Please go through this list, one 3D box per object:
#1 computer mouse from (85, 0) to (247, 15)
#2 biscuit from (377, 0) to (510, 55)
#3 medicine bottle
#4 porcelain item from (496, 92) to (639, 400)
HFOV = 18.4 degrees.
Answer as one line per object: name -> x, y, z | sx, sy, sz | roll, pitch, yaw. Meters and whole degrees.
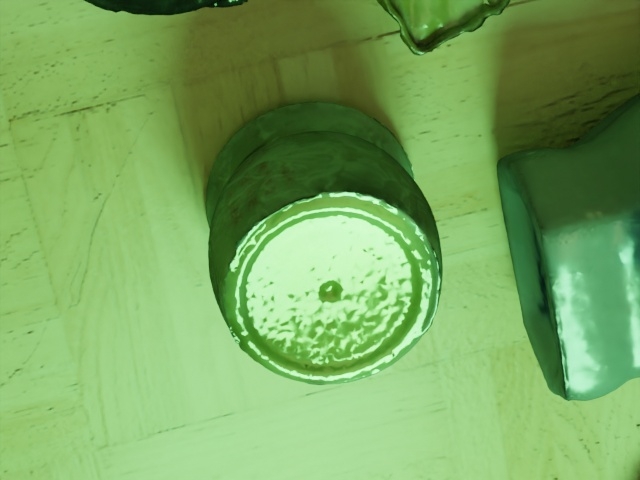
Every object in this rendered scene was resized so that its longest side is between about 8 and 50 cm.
computer mouse -> -0.139, -0.246, 1.157 | 0.295, 0.087, 0.168 | 27, 121, -16
biscuit -> 0.145, -0.248, 1.244 | 0.273, 0.036, 0.187 | -22, 116, -1
medicine bottle -> 0.000, 0.000, 1.264 | 0.147, 0.143, 0.147 | -3, 116, -6
porcelain item -> 0.331, -0.021, 1.304 | 0.405, 0.178, 0.243 | -14, 115, -5
